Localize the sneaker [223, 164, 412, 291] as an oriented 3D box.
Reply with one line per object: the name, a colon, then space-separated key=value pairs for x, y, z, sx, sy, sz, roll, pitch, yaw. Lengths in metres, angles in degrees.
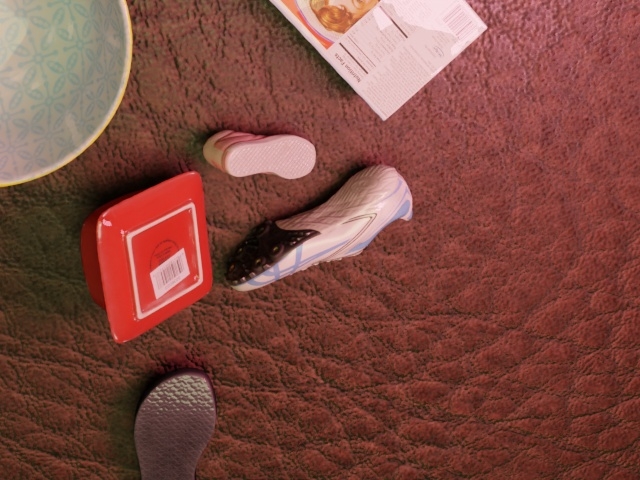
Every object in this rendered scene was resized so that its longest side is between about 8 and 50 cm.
sneaker: x=0.000 y=0.000 z=1.370 sx=0.237 sy=0.085 sz=0.086 roll=-29 pitch=125 yaw=6

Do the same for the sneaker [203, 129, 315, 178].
sneaker: x=-0.072 y=-0.100 z=1.329 sx=0.134 sy=0.070 sz=0.051 roll=-5 pitch=110 yaw=-43

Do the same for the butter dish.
butter dish: x=-0.210 y=0.008 z=1.313 sx=0.160 sy=0.118 sz=0.159 roll=-32 pitch=127 yaw=-45

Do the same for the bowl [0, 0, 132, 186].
bowl: x=-0.332 y=-0.212 z=1.152 sx=0.290 sy=0.156 sz=0.289 roll=-5 pitch=115 yaw=-11

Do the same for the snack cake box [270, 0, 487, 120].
snack cake box: x=0.031 y=-0.273 z=1.242 sx=0.152 sy=0.089 sz=0.264 roll=-41 pitch=116 yaw=10

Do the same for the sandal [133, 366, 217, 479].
sandal: x=-0.186 y=0.253 z=1.470 sx=0.097 sy=0.054 sz=0.254 roll=8 pitch=123 yaw=-8
